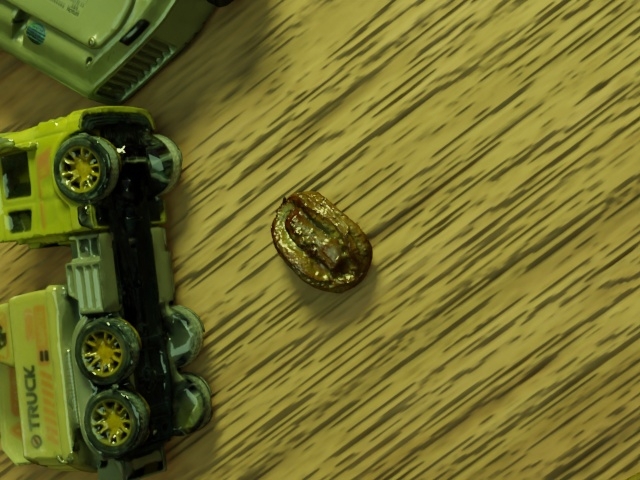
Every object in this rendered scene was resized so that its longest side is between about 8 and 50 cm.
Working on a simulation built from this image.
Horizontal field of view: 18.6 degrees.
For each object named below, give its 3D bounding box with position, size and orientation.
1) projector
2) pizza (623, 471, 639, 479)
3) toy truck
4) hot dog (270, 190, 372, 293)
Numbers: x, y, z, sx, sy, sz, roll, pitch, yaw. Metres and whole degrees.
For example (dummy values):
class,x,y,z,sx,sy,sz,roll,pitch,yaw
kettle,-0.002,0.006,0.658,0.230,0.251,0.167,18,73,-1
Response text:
class,x,y,z,sx,sy,sz,roll,pitch,yaw
projector,-0.143,-0.243,1.454,0.193,0.088,0.269,30,96,16
pizza,0.249,0.235,1.351,0.258,0.087,0.268,12,91,18
toy truck,-0.183,0.043,1.444,0.157,0.124,0.272,-6,91,24
hot dog,0.000,0.000,1.441,0.083,0.035,0.058,43,102,11
